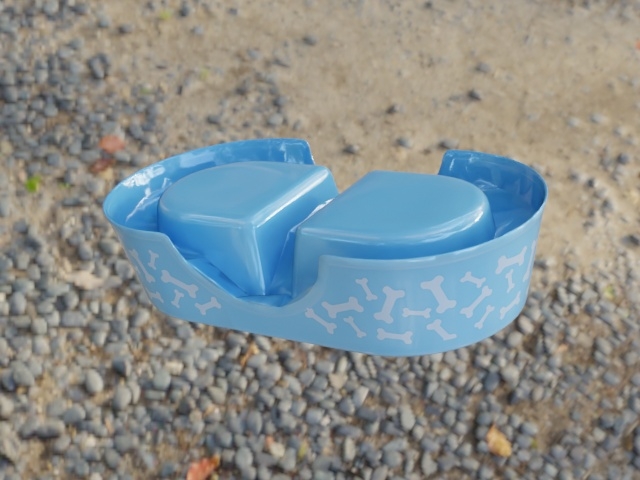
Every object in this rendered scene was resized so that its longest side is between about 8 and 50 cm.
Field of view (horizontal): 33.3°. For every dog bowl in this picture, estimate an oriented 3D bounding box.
[{"bbox_3d":[0.000,0.000,0.686,0.297,0.074,0.166,6,28,31],"label":"dog bowl"}]
